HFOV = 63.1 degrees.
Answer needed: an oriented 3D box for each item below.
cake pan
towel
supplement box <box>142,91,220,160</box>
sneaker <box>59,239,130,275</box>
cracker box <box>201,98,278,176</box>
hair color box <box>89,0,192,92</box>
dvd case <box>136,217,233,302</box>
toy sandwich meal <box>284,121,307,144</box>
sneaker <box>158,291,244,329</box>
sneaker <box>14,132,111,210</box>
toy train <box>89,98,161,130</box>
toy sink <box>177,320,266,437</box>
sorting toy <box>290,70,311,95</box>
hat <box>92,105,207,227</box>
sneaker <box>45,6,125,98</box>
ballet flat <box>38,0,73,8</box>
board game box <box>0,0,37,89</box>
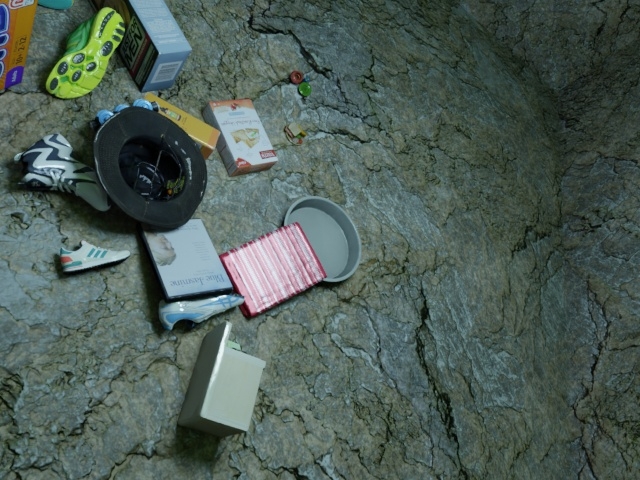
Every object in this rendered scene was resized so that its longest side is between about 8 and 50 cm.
[{"bbox_3d":[0.000,0.000,1.663,0.293,0.054,0.293,16,59,-29],"label":"cake pan"},{"bbox_3d":[-0.136,0.079,1.501,0.275,0.031,0.198,-25,83,-27],"label":"towel"},{"bbox_3d":[-0.416,-0.327,1.511,0.234,0.080,0.078,28,53,-24],"label":"supplement box"},{"bbox_3d":[-0.541,0.030,1.253,0.161,0.057,0.075,-16,83,-37],"label":"sneaker"},{"bbox_3d":[-0.251,-0.325,1.635,0.156,0.067,0.232,-18,80,-40],"label":"cracker box"},{"bbox_3d":[-0.536,-0.644,1.509,0.114,0.185,0.374,-26,84,-41],"label":"hair color box"},{"bbox_3d":[-0.353,0.044,1.354,0.180,0.022,0.253,-6,53,-38],"label":"dvd case"},{"bbox_3d":[-0.083,-0.370,1.803,0.086,0.029,0.085,16,59,-29],"label":"toy sandwich meal"},{"bbox_3d":[-0.304,0.176,1.347,0.237,0.085,0.086,-7,97,-40],"label":"sneaker"},{"bbox_3d":[-0.630,-0.139,1.251,0.235,0.094,0.153,52,50,-3],"label":"sneaker"},{"bbox_3d":[-0.509,-0.308,1.386,0.184,0.080,0.105,-24,115,-20],"label":"toy train"},{"bbox_3d":[-0.228,0.339,1.265,0.131,0.153,0.234,27,54,-23],"label":"toy sink"},{"bbox_3d":[-0.074,-0.574,1.912,0.061,0.042,0.102,-38,105,-26],"label":"sorting toy"},{"bbox_3d":[-0.462,-0.181,1.358,0.331,0.134,0.331,10,78,-52],"label":"hat"},{"bbox_3d":[-0.641,-0.501,1.423,0.109,0.124,0.295,45,63,-42],"label":"sneaker"},{"bbox_3d":[-0.803,-0.699,1.423,0.231,0.077,0.077,-1,52,-34],"label":"ballet flat"},{"bbox_3d":[-0.878,-0.512,1.081,0.356,0.356,0.356,50,50,-5],"label":"board game box"}]
